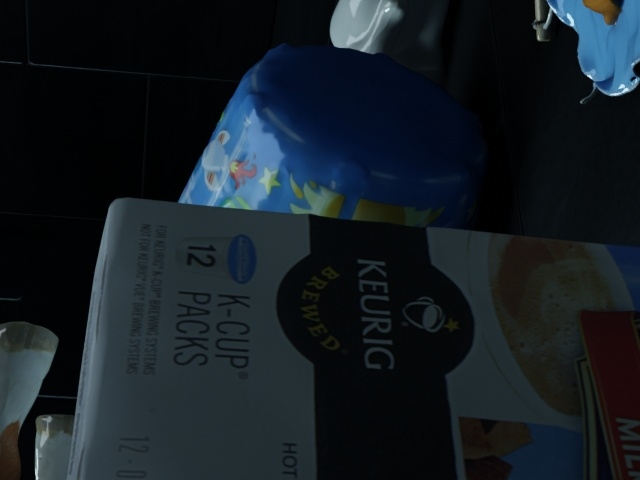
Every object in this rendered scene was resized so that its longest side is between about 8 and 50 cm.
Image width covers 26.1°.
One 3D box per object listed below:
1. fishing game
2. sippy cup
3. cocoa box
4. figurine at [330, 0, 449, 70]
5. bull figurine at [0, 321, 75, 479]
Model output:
[{"bbox_3d":[0.117,-0.155,0.626,0.264,0.041,0.189,-119,23,-81],"label":"fishing game"},{"bbox_3d":[0.000,0.000,0.925,0.305,0.240,0.224,55,137,40],"label":"sippy cup"},{"bbox_3d":[0.026,0.191,0.464,0.231,0.228,0.347,-91,9,-46],"label":"cocoa box"},{"bbox_3d":[0.065,-0.263,1.047,0.215,0.092,0.209,-96,16,-51],"label":"figurine"},{"bbox_3d":[-0.130,0.125,0.439,0.310,0.101,0.188,114,164,-66],"label":"bull figurine"}]
